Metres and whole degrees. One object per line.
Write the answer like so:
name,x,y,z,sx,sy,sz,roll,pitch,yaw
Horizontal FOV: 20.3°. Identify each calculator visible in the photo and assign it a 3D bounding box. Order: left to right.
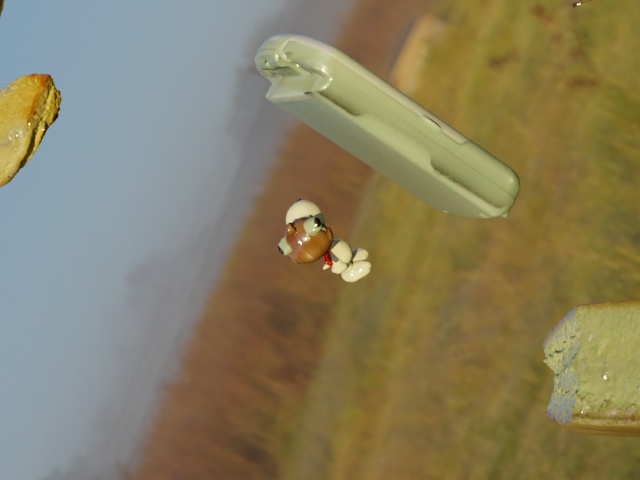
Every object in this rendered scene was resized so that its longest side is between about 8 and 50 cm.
calculator,0.054,-0.085,1.417,0.045,0.246,0.141,-59,16,-8

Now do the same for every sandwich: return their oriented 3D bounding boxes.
sandwich,0.247,0.096,1.294,0.258,0.096,0.094,-5,72,41

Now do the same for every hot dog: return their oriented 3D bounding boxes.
hot dog,-0.282,-0.075,1.511,0.169,0.078,0.061,-32,-34,6

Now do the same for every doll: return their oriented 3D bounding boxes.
doll,0.002,0.006,1.339,0.040,0.085,0.058,-30,29,21

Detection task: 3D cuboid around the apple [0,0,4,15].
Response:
apple,-0.349,-0.195,1.433,0.196,0.157,0.196,-30,43,33

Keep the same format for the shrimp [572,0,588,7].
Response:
shrimp,0.295,-0.242,1.254,0.296,0.169,0.058,-43,42,-1
